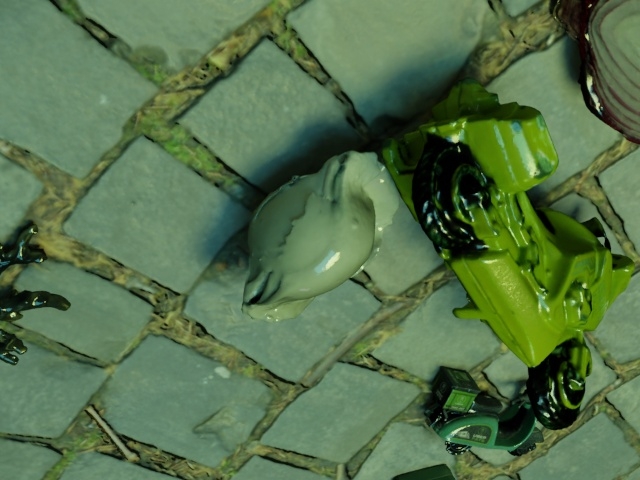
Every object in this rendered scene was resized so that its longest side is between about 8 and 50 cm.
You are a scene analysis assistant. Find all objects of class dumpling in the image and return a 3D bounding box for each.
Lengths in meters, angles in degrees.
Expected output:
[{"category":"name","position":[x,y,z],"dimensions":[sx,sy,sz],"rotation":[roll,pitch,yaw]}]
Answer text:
[{"category":"dumpling","position":[0.000,0.000,0.843],"dimensions":[0.188,0.108,0.127],"rotation":[-54,150,6]}]

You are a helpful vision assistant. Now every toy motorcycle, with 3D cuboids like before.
[{"category":"toy motorcycle","position":[0.203,0.208,1.087],"dimensions":[0.173,0.058,0.100],"rotation":[14,114,-24]},{"category":"toy motorcycle","position":[0.193,0.007,0.865],"dimensions":[0.142,0.206,0.342],"rotation":[-14,126,34]}]

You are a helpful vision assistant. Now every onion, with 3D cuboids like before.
[{"category":"onion","position":[0.289,-0.190,0.794],"dimensions":[0.098,0.151,0.206],"rotation":[-42,149,-29]}]

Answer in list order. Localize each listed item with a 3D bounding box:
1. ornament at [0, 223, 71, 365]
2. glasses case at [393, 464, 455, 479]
[{"category":"ornament","position":[-0.342,0.040,0.773],"dimensions":[0.236,0.080,0.202],"rotation":[-14,131,-5]},{"category":"glasses case","position":[0.136,0.371,1.197],"dimensions":[0.077,0.039,0.184],"rotation":[-12,128,-9]}]
